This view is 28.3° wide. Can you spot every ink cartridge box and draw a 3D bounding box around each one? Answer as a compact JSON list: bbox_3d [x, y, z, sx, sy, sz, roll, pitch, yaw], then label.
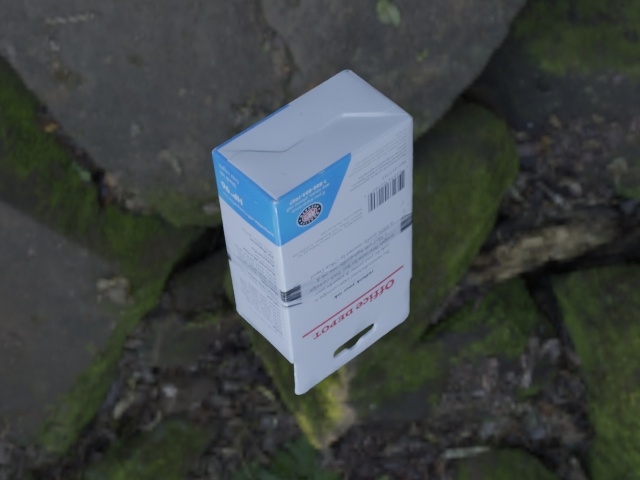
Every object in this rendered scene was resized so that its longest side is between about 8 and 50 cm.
[{"bbox_3d":[0.000,0.000,0.356,0.048,0.028,0.083,-33,144,-24],"label":"ink cartridge box"}]
